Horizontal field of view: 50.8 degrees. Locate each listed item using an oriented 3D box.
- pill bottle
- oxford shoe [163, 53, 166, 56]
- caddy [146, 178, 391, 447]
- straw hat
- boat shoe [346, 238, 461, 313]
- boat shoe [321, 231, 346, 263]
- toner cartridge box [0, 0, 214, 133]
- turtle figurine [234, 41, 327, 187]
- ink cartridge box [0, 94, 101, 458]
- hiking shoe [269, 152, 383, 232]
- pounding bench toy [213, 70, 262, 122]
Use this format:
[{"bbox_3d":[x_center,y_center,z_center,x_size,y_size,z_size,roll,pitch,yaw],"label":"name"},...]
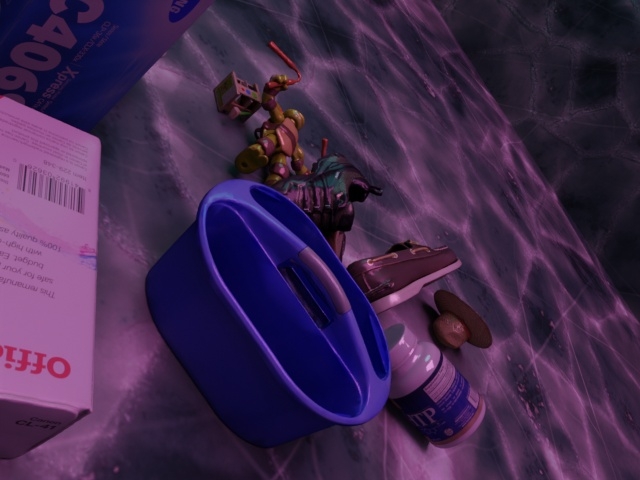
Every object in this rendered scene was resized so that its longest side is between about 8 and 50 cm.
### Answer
[{"bbox_3d":[0.160,0.224,1.057,0.186,0.112,0.112,48,32,-11],"label":"pill bottle"},{"bbox_3d":[-0.216,-0.446,0.902,0.130,0.449,0.169,19,12,11],"label":"oxford shoe"},{"bbox_3d":[-0.048,0.085,0.844,0.341,0.179,0.241,55,32,0],"label":"caddy"},{"bbox_3d":[0.248,0.167,1.273,0.061,0.144,0.144,-39,94,-21],"label":"straw hat"},{"bbox_3d":[0.155,0.049,1.220,0.324,0.117,0.096,-21,81,-52],"label":"boat shoe"},{"bbox_3d":[0.001,0.001,1.095,0.073,0.080,0.223,85,7,-51],"label":"boat shoe"},{"bbox_3d":[-0.247,-0.249,0.729,0.165,0.348,0.075,7,56,-51],"label":"toner cartridge box"},{"bbox_3d":[-0.074,-0.175,1.130,0.217,0.087,0.269,-68,147,-47],"label":"turtle figurine"},{"bbox_3d":[-0.324,0.010,0.586,0.226,0.131,0.306,25,43,-40],"label":"ink cartridge box"},{"bbox_3d":[-0.007,-0.050,1.030,0.114,0.086,0.227,35,59,26],"label":"hiking shoe"},{"bbox_3d":[-0.135,-0.232,1.150,0.065,0.052,0.083,19,46,-45],"label":"pounding bench toy"}]
